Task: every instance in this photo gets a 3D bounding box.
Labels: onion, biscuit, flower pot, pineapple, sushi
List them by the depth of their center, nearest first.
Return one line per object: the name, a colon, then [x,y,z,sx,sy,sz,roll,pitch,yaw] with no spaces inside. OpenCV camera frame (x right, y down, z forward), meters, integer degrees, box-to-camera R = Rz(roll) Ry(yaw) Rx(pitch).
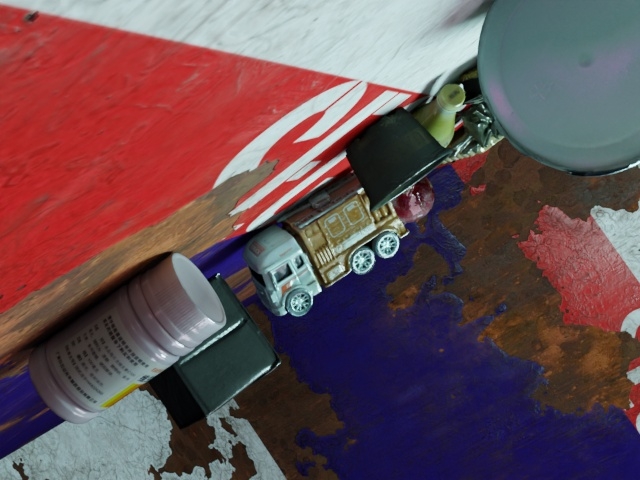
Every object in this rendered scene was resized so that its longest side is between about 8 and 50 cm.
flower pot: [0.111,-0.131,1.112,0.157,0.107,0.157,-36,174,-4]
sushi: [0.297,-0.286,1.186,0.215,0.051,0.192,-25,-166,-10]
pineapple: [0.410,-0.287,1.551,0.340,0.169,0.169,-27,175,-10]
biscuit: [0.345,-0.243,1.768,0.217,0.044,0.325,-37,-167,-28]
onion: [0.247,-0.136,2.043,0.159,0.159,0.195,-34,164,0]

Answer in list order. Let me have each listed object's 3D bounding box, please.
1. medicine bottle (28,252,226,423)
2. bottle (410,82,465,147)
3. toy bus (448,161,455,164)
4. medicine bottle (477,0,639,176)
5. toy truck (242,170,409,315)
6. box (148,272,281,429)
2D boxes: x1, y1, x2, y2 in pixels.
medicine bottle: [-0.267,0.136,1.001,0.249,0.133,0.133,-36,176,5]
bottle: [0.182,-0.190,1.181,0.083,0.083,0.270,-34,173,-9]
toy bus: [0.434,-0.305,2.064,0.096,0.073,0.235,-40,179,-30]
medicine bottle: [0.359,-0.235,0.851,0.290,0.245,0.245,-30,175,-43]
toy truck: [0.000,0.000,1.369,0.305,0.162,0.136,-33,-153,-13]
box: [-0.283,0.265,1.666,0.204,0.251,0.345,-32,175,-28]
